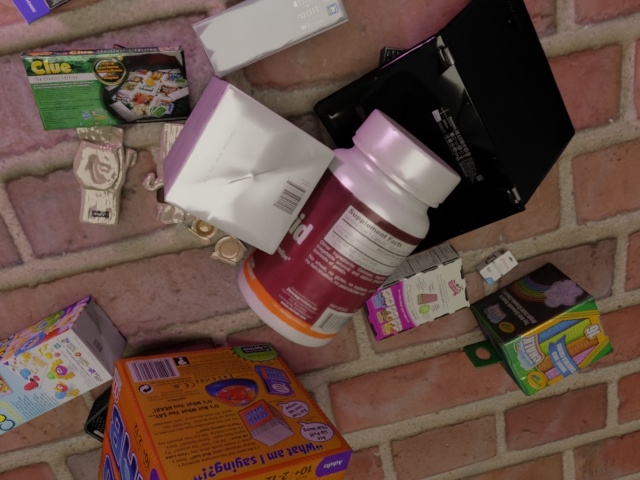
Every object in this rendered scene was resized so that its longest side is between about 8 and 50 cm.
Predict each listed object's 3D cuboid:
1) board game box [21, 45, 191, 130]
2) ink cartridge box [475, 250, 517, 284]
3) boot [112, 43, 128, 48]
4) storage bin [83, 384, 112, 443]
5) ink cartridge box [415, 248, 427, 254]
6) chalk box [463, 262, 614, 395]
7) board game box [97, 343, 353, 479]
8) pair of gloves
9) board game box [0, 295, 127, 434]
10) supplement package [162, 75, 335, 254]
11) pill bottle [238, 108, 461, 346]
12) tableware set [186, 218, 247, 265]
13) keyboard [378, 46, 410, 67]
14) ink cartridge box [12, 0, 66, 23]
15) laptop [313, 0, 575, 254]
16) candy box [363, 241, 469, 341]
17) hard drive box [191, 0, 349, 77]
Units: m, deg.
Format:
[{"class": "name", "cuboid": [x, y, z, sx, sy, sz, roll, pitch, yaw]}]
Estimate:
[{"class": "board game box", "cuboid": [-0.370, -0.272, 0.904, 0.260, 0.030, 0.136, -7, 133, -14]}, {"class": "ink cartridge box", "cuboid": [0.415, 0.059, 1.195, 0.083, 0.028, 0.048, -38, 112, 8]}, {"class": "boot", "cuboid": [-0.347, -0.289, 0.938, 0.106, 0.037, 0.114, 19, 111, -16]}, {"class": "storage bin", "cuboid": [-0.435, 0.385, 1.171, 0.180, 0.084, 0.122, -42, 111, 8]}, {"class": "ink cartridge box", "cuboid": [0.152, -0.017, 1.113, 0.225, 0.056, 0.181, 31, 105, -17]}, {"class": "chalk box", "cuboid": [0.485, 0.222, 1.192, 0.289, 0.180, 0.179, -30, 113, 5]}, {"class": "board game box", "cuboid": [-0.217, 0.471, 1.030, 0.356, 0.356, 0.356, 2, 113, -35]}, {"class": "pair of gloves", "cuboid": [-0.351, -0.130, 0.995, 0.240, 0.042, 0.204, -2, 108, -13]}, {"class": "board game box", "cuboid": [-0.579, 0.259, 1.066, 0.275, 0.142, 0.144, -26, 113, 2]}, {"class": "supplement package", "cuboid": [-0.139, -0.142, 0.884, 0.198, 0.262, 0.199, 29, 99, -25]}, {"class": "pill bottle", "cuboid": [0.047, -0.019, 0.907, 0.224, 0.224, 0.392, 33, 108, -19]}, {"class": "tableware set", "cuboid": [-0.191, -0.032, 1.072, 0.141, 0.020, 0.168, 41, 101, -21]}, {"class": "keyboard", "cuboid": [0.163, -0.289, 1.020, 0.108, 0.023, 0.180, 2, 112, -10]}, {"class": "ink cartridge box", "cuboid": [-0.464, -0.500, 0.829, 0.208, 0.045, 0.206, -27, 114, 4]}, {"class": "laptop", "cuboid": [0.272, -0.241, 1.027, 0.408, 0.236, 0.382, -24, 115, 25]}, {"class": "candy box", "cuboid": [0.208, 0.117, 1.150, 0.233, 0.071, 0.159, -20, 126, 1]}, {"class": "hard drive box", "cuboid": [-0.087, -0.370, 0.864, 0.232, 0.181, 0.089, -24, 113, 1]}]
